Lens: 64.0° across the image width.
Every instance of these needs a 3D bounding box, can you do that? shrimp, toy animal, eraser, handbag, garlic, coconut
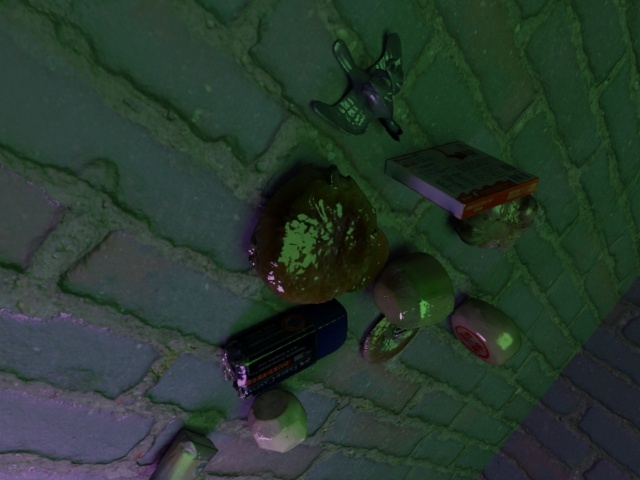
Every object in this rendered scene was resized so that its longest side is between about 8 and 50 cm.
[{"bbox_3d":[0.250,0.266,1.620,0.317,0.077,0.168,-51,134,5],"label":"shrimp"},{"bbox_3d":[0.105,-0.312,1.105,0.239,0.176,0.255,-45,103,-11],"label":"toy animal"},{"bbox_3d":[-0.085,0.275,1.324,0.332,0.101,0.155,-22,131,-26],"label":"eraser"},{"bbox_3d":[-0.362,0.579,1.316,0.173,0.095,0.117,-53,132,-9],"label":"handbag"},{"bbox_3d":[0.523,-0.082,1.550,0.244,0.161,0.245,0,135,0],"label":"garlic"},{"bbox_3d":[-0.116,0.503,1.417,0.161,0.161,0.162,-31,125,-20],"label":"coconut"},{"bbox_3d":[0.270,0.141,1.454,0.235,0.236,0.205,-15,92,-32],"label":"coconut"}]

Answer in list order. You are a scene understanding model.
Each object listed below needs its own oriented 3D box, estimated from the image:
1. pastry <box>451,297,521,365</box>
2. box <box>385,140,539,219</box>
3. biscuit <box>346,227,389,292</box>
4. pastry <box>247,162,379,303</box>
[{"bbox_3d":[0.581,0.327,1.814,0.133,0.265,0.265,-41,136,-13],"label":"pastry"},{"bbox_3d":[0.347,-0.160,1.269,0.273,0.265,0.048,-18,130,-29],"label":"box"},{"bbox_3d":[0.065,0.055,1.342,0.288,0.044,0.202,-13,124,-32],"label":"biscuit"},{"bbox_3d":[0.000,0.000,1.152,0.329,0.136,0.330,-11,112,-28],"label":"pastry"}]
